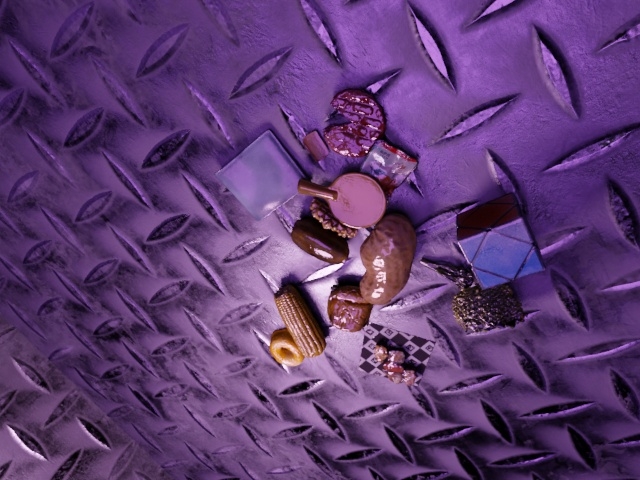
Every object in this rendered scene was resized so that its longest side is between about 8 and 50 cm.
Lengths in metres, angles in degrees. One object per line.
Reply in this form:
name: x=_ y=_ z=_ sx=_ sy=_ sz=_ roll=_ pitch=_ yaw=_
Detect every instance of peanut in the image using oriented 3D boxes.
peanut: x=0.234 y=0.081 z=1.558 sx=0.193 sy=0.169 sz=0.386 roll=4 pitch=121 yaw=-3

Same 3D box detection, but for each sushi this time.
sushi: x=0.312 y=0.510 z=1.845 sx=0.295 sy=0.059 sz=0.291 roll=13 pitch=121 yaw=10

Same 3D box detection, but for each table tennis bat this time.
table tennis bat: x=0.070 y=-0.151 z=1.492 sx=0.321 sy=0.050 sz=0.198 roll=16 pitch=117 yaw=11

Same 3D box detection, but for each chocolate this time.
chocolate: x=-0.015 y=-0.325 z=1.487 sx=0.065 sy=0.031 sz=0.100 roll=-36 pitch=108 yaw=11

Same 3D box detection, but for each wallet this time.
wallet: x=-0.215 y=-0.229 z=1.587 sx=0.291 sy=0.054 sz=0.251 roll=-33 pitch=107 yaw=27

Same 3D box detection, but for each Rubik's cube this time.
Rubik's cube: x=0.575 y=0.002 z=1.396 sx=0.205 sy=0.207 sz=0.204 roll=-24 pitch=108 yaw=25

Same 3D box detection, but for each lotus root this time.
lotus root: x=0.000 y=0.000 z=1.610 sx=0.241 sy=0.124 sz=0.122 roll=26 pitch=133 yaw=2

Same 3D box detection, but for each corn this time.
corn: x=-0.088 y=0.345 z=1.830 sx=0.131 sy=0.131 sz=0.344 roll=-19 pitch=111 yaw=25

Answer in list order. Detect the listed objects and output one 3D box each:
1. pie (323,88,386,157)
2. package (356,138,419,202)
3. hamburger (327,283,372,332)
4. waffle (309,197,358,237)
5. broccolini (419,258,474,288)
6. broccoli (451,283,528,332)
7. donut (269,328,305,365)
pie: x=0.110 y=-0.378 z=1.410 sx=0.205 sy=0.054 sz=0.218 roll=31 pitch=120 yaw=-2
package: x=0.204 y=-0.217 z=1.458 sx=0.166 sy=0.040 sz=0.232 roll=27 pitch=132 yaw=-12
hamburger: x=0.115 y=0.277 z=1.733 sx=0.184 sy=0.130 sz=0.205 roll=10 pitch=118 yaw=8
waffle: x=0.052 y=-0.078 z=1.577 sx=0.192 sy=0.160 sz=0.046 roll=16 pitch=124 yaw=-29
broccolini: x=0.460 y=0.124 z=1.582 sx=0.203 sy=0.068 sz=0.091 roll=15 pitch=141 yaw=9
broccoli: x=0.593 y=0.227 z=1.549 sx=0.243 sy=0.273 sz=0.180 roll=-9 pitch=83 yaw=7
donut: x=-0.151 y=0.495 z=1.962 sx=0.175 sy=0.074 sz=0.190 roll=-8 pitch=116 yaw=20
